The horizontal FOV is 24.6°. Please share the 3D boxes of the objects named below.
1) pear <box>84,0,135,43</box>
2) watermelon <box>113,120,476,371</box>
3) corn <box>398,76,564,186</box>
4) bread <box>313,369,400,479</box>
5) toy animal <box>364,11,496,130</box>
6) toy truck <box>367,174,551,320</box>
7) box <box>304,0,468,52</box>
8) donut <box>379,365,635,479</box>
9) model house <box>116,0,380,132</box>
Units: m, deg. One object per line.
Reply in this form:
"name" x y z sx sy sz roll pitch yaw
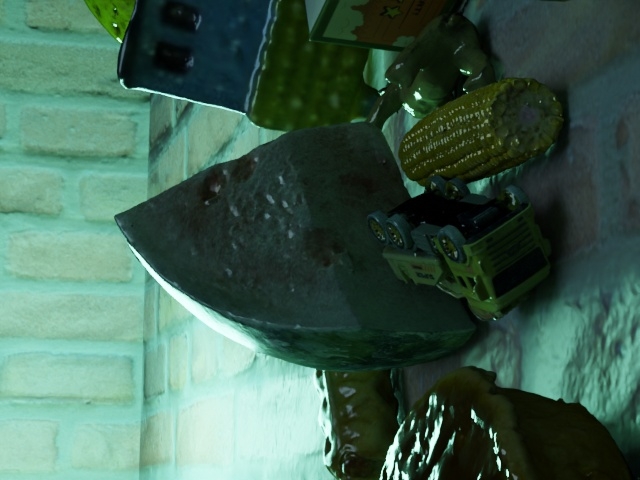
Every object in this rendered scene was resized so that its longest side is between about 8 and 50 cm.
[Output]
"pear" -0.165 -0.437 1.989 0.391 0.391 0.391 -177 90 -74
"watermelon" 0.000 0.000 1.500 0.258 0.387 0.228 -71 -21 -5
"corn" 0.141 -0.095 1.361 0.248 0.081 0.081 163 110 -72
"bread" 0.037 0.156 1.658 0.087 0.098 0.269 51 -155 -51
"toy animal" 0.108 -0.163 1.502 0.219 0.103 0.101 121 165 -61
"toy truck" 0.128 0.013 1.322 0.191 0.085 0.116 14 133 62
"box" 0.071 -0.327 1.530 0.177 0.148 0.195 120 149 -51
"donut" 0.147 0.265 1.150 0.330 0.159 0.330 -170 90 -75
"model house" -0.060 -0.256 1.732 0.215 0.303 0.237 -81 7 -78
